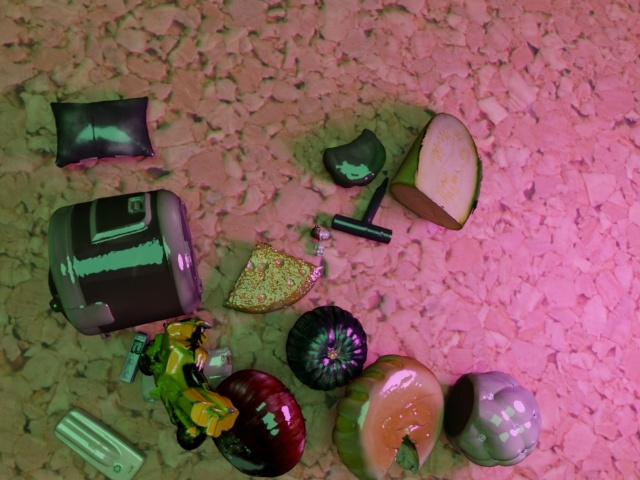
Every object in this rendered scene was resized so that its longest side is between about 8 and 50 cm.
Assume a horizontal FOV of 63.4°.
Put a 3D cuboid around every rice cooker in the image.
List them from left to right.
[{"bbox_3d":[-0.467,0.045,1.226,0.326,0.335,0.334,-12,84,-10],"label":"rice cooker"}]

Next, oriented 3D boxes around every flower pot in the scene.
[{"bbox_3d":[0.449,0.466,1.357,0.195,0.246,0.245,21,79,-5],"label":"flower pot"}]

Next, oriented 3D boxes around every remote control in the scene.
[{"bbox_3d":[-0.547,0.509,1.280,0.230,0.049,0.090,38,81,-4],"label":"remote control"}]

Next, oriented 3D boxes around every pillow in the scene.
[{"bbox_3d":[-0.570,-0.292,1.361,0.250,0.106,0.185,-10,76,-13],"label":"pillow"},{"bbox_3d":[-0.343,0.345,1.336,0.230,0.051,0.128,-3,90,-8],"label":"pillow"}]

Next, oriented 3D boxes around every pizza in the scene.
[{"bbox_3d":[-0.138,0.094,1.402,0.292,0.058,0.197,-23,85,-13],"label":"pizza"}]

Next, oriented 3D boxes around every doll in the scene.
[{"bbox_3d":[-0.006,0.001,1.448,0.058,0.040,0.085,23,79,-16],"label":"doll"}]

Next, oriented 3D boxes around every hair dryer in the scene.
[{"bbox_3d":[0.133,-0.102,1.484,0.173,0.050,0.194,15,76,-8],"label":"hair dryer"}]

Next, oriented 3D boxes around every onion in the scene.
[{"bbox_3d":[-0.133,0.436,1.274,0.285,0.273,0.272,-12,83,-45],"label":"onion"}]

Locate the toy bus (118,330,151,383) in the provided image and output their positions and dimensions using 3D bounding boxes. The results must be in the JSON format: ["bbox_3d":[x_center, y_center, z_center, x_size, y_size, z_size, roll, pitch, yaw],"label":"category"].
[{"bbox_3d":[-0.474,0.297,1.321,0.037,0.052,0.130,19,79,-4],"label":"toy bus"}]

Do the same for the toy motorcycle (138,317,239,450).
[{"bbox_3d":[-0.304,0.305,1.194,0.142,0.342,0.206,23,104,-46],"label":"toy motorcycle"}]

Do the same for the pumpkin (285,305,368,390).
[{"bbox_3d":[0.017,0.280,1.349,0.221,0.162,0.220,-1,93,-10],"label":"pumpkin"}]

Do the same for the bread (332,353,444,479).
[{"bbox_3d":[0.170,0.439,1.321,0.333,0.160,0.332,0,91,-37],"label":"bread"}]

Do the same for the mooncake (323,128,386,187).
[{"bbox_3d":[0.094,-0.231,1.463,0.175,0.104,0.168,5,85,-6],"label":"mooncake"}]

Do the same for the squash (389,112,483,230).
[{"bbox_3d":[0.360,-0.218,1.454,0.234,0.210,0.308,36,82,-17],"label":"squash"}]
